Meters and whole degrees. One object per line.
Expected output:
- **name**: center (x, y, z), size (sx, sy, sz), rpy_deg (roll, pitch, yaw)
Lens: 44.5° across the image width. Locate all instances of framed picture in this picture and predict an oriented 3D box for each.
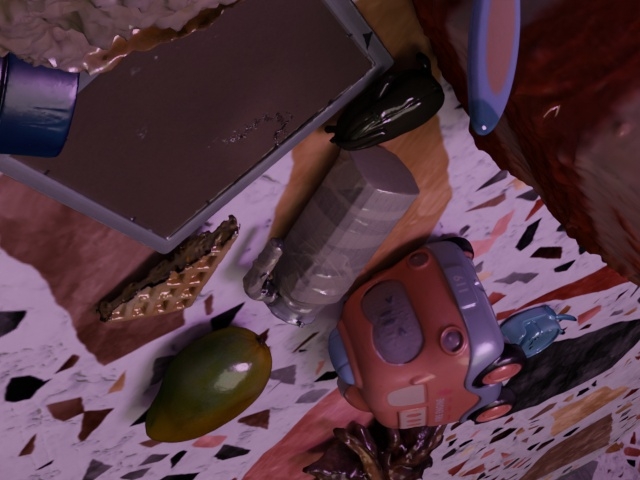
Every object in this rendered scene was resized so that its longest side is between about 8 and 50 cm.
- **framed picture**: center (-0.089, -0.107, 0.607), size (0.273, 0.016, 0.216), rpy_deg (-38, 147, 10)

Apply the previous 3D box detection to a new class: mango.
- **mango**: center (-0.125, 0.165, 0.895), size (0.122, 0.086, 0.191), rpy_deg (-15, 156, -42)

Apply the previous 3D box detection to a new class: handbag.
- **handbag**: center (0.057, -0.114, 0.687), size (0.111, 0.047, 0.072), rpy_deg (-32, 164, 5)

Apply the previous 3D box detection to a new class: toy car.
- **toy car**: center (0.118, 0.136, 0.977), size (0.212, 0.181, 0.270), rpy_deg (-17, 147, -4)

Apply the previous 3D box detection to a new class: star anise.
- **star anise**: center (0.100, 0.380, 1.351), size (0.292, 0.109, 0.350), rpy_deg (-21, 146, -26)

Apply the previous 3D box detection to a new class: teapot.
- **teapot**: center (0.000, 0.000, 0.772), size (0.107, 0.077, 0.200), rpy_deg (3, 134, -37)

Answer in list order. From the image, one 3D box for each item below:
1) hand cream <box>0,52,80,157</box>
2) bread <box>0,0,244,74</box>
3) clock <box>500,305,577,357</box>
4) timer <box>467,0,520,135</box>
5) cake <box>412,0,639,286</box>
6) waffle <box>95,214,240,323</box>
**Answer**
- **hand cream**: center (-0.275, -0.097, 0.430), size (0.270, 0.061, 0.120), rpy_deg (3, 135, -33)
- **bread**: center (-0.169, -0.148, 0.337), size (0.314, 0.192, 0.171), rpy_deg (-27, -170, -8)
- **clock**: center (0.360, 0.155, 1.317), size (0.147, 0.045, 0.108), rpy_deg (-16, 146, -24)
- **timer**: center (0.104, -0.202, 0.421), size (0.175, 0.255, 0.175), rpy_deg (0, 130, 0)
- **cake**: center (0.268, -0.128, 0.589), size (0.269, 0.320, 0.270), rpy_deg (-37, 147, 7)
- **waffle**: center (-0.141, 0.029, 0.721), size (0.097, 0.023, 0.153), rpy_deg (-7, 152, -36)
